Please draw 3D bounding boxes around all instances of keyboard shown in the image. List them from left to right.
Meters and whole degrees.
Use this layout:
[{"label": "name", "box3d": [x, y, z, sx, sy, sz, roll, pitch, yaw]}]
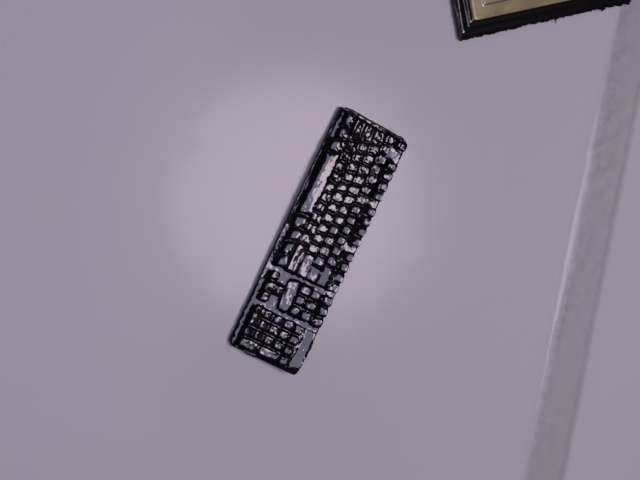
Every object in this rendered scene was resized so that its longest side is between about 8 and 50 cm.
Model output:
[{"label": "keyboard", "box3d": [0.000, 0.000, 1.063, 0.072, 0.023, 0.231, 28, 84, -21]}]

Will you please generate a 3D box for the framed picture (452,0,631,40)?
[{"label": "framed picture", "box3d": [0.193, -0.295, 1.121, 0.195, 0.010, 0.199, -15, 101, -20]}]
